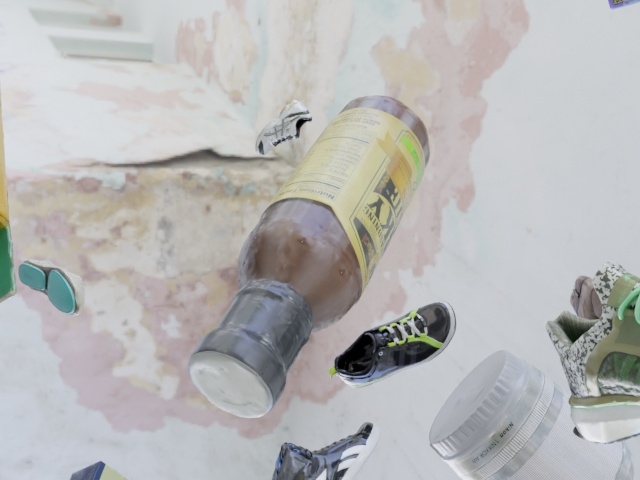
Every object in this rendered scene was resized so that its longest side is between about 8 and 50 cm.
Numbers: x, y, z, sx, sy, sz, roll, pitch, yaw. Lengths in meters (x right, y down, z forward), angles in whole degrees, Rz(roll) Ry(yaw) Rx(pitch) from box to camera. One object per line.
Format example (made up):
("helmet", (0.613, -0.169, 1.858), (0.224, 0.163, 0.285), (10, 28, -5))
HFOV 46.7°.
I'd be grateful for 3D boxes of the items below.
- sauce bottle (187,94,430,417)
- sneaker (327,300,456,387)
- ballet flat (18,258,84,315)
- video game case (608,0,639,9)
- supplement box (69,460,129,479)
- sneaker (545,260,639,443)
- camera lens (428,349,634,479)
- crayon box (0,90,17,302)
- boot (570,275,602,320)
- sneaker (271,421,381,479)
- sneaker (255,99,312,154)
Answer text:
("sauce bottle", (0.000, 0.000, 0.642), (0.344, 0.111, 0.111), (-59, 179, -42))
("sneaker", (0.120, 0.177, 1.240), (0.234, 0.097, 0.084), (-35, -122, 10))
("ballet flat", (-0.360, 0.057, 1.031), (0.168, 0.052, 0.057), (22, -71, 40))
("video game case", (0.447, -0.451, 0.916), (0.244, 0.061, 0.270), (-2, -61, 49))
("supplement box", (-0.256, 0.319, 0.863), (0.056, 0.083, 0.083), (-28, -150, 29))
("sneaker", (0.370, 0.099, 0.808), (0.182, 0.158, 0.410), (57, -28, 12))
("camera lens", (0.344, 0.341, 1.208), (0.274, 0.219, 0.219), (41, -37, 2))
("crayon box", (-0.303, -0.050, 0.455), (0.083, 0.203, 0.323), (58, 3, -47))
("boot", (0.373, 0.110, 1.018), (0.087, 0.042, 0.119), (-121, -150, -57))
("sneaker", (0.003, 0.335, 1.157), (0.121, 0.217, 0.079), (36, -47, 8))
("sneaker", (-0.045, -0.133, 0.911), (0.037, 0.032, 0.083), (43, -85, 14))
